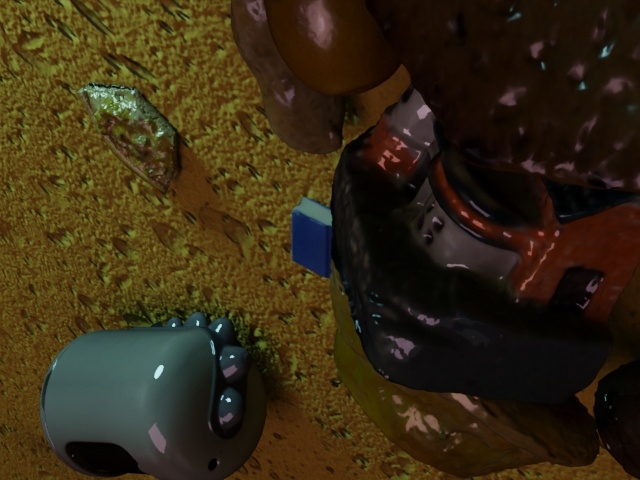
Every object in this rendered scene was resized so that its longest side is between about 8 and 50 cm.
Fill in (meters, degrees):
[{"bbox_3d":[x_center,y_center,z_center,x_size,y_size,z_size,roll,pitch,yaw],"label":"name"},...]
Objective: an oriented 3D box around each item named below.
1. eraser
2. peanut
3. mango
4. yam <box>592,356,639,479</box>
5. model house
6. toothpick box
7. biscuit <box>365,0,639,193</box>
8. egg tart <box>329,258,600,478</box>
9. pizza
[{"bbox_3d":[0.000,0.000,1.230,0.063,0.027,0.084,27,141,23],"label":"eraser"},{"bbox_3d":[-0.027,-0.172,1.035,0.099,0.099,0.214,7,135,39],"label":"peanut"},{"bbox_3d":[0.012,-0.227,0.894,0.120,0.151,0.221,-5,99,4],"label":"mango"},{"bbox_3d":[0.359,0.130,0.948,0.131,0.131,0.280,46,144,-4],"label":"yam"},{"bbox_3d":[0.148,-0.070,0.840,0.190,0.271,0.301,12,132,-17],"label":"model house"},{"bbox_3d":[-0.207,0.210,1.498,0.316,0.229,0.229,-7,121,44],"label":"toothpick box"},{"bbox_3d":[0.181,-0.202,0.711,0.359,0.046,0.359,1,91,35],"label":"biscuit"},{"bbox_3d":[0.114,0.123,1.025,0.319,0.319,0.128,39,102,5],"label":"egg tart"},{"bbox_3d":[-0.221,-0.125,1.304,0.160,0.036,0.099,48,143,-7],"label":"pizza"}]
